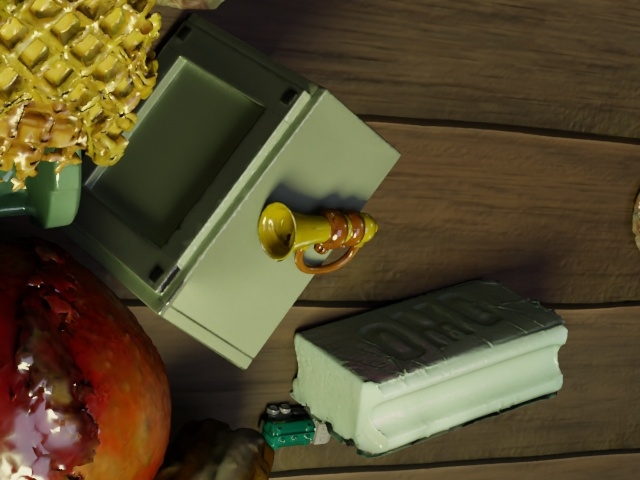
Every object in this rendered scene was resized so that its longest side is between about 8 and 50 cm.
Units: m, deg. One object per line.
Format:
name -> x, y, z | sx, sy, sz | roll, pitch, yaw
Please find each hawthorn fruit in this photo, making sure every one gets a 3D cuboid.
hawthorn fruit -> -0.261, 0.139, 1.325 | 0.316, 0.316, 0.316 | -16, 121, -29

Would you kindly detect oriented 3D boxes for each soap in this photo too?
soap -> 0.115, 0.123, 1.673 | 0.261, 0.150, 0.094 | -16, 124, -30

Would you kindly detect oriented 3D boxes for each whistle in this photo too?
whistle -> 0.002, 0.002, 1.305 | 0.109, 0.046, 0.057 | 4, 95, -44

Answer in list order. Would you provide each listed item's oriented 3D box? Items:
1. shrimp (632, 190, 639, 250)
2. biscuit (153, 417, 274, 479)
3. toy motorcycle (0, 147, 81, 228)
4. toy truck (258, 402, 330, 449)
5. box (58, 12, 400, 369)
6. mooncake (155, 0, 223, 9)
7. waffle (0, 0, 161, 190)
shrimp -> 0.445, -0.016, 1.910 | 0.223, 0.047, 0.126 | 28, 101, -36
biscuit -> -0.141, 0.315, 1.497 | 0.103, 0.332, 0.332 | 25, 99, 1
toy motorcycle -> -0.279, -0.153, 1.222 | 0.191, 0.200, 0.326 | -12, 120, -31
toy truck -> -0.025, 0.194, 1.678 | 0.083, 0.044, 0.039 | -2, 116, -35
box -> -0.093, -0.051, 1.387 | 0.117, 0.225, 0.225 | 37, 88, -42
mooncake -> -0.140, -0.236, 1.327 | 0.130, 0.125, 0.073 | 17, 106, -37
waffle -> -0.199, -0.119, 1.129 | 0.193, 0.070, 0.197 | -25, 136, -19
